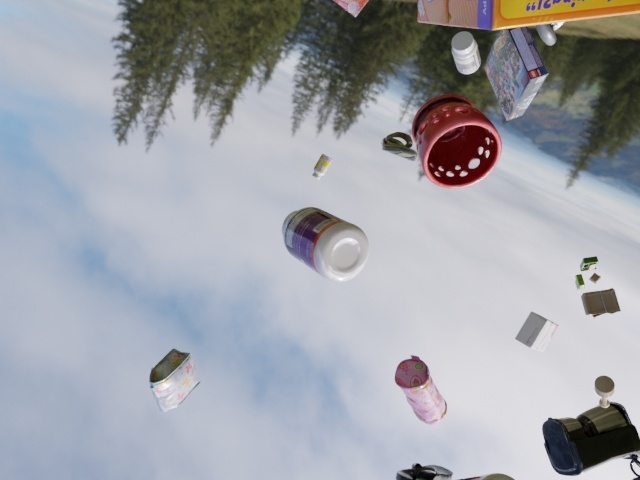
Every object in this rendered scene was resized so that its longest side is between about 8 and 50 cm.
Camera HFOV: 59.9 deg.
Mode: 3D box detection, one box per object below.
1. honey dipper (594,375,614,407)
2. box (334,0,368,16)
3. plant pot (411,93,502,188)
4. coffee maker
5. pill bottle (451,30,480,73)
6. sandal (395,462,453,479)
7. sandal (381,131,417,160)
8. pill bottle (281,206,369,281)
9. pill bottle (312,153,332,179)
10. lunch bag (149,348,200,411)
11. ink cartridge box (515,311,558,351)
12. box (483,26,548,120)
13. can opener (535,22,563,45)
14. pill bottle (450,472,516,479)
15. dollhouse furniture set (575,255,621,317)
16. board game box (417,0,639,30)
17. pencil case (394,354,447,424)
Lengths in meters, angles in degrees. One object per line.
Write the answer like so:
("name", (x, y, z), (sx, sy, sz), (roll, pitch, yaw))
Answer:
("honey dipper", (0.494, 0.268, 0.968), (0.030, 0.030, 0.160), (36, 173, 35))
("box", (0.058, -0.708, 1.438), (0.128, 0.122, 0.257), (25, -146, -30))
("plant pot", (0.323, -0.248, 1.351), (0.191, 0.191, 0.174), (16, -143, -18))
("coffee maker", (0.604, 0.457, 1.222), (0.178, 0.120, 0.171), (-10, -131, -18))
("pill bottle", (0.453, -0.586, 1.731), (0.078, 0.078, 0.137), (32, 180, 26))
("sandal", (0.296, 0.662, 1.588), (0.097, 0.054, 0.254), (11, 176, 38))
("sandal", (0.288, -0.365, 2.067), (0.120, 0.086, 0.303), (18, -162, -11))
("pill bottle", (0.000, 0.000, 1.737), (0.181, 0.181, 0.323), (11, -170, -31))
("pill bottle", (0.004, -0.252, 1.903), (0.043, 0.083, 0.043), (30, -173, -4))
("lunch bag", (-0.253, 0.237, 0.940), (0.053, 0.071, 0.083), (6, -144, 28))
("ink cartridge box", (0.720, 0.304, 1.845), (0.063, 0.109, 0.150), (32, -175, 39))
("box", (0.454, -0.402, 1.308), (0.233, 0.044, 0.159), (57, -167, -78))
("can opener", (0.563, -0.639, 1.478), (0.280, 0.074, 0.093), (31, -134, -31))
("pill bottle", (0.250, 0.454, 0.926), (0.108, 0.193, 0.108), (10, -121, -18))
("dollhouse furniture set", (0.672, 0.119, 1.360), (0.076, 0.151, 0.058), (-11, 153, 14))
("board game box", (0.369, -0.544, 0.874), (0.357, 0.356, 0.356), (-8, -156, -5))
("pencil case", (0.333, 0.495, 1.826), (0.124, 0.124, 0.284), (44, 168, 48))
